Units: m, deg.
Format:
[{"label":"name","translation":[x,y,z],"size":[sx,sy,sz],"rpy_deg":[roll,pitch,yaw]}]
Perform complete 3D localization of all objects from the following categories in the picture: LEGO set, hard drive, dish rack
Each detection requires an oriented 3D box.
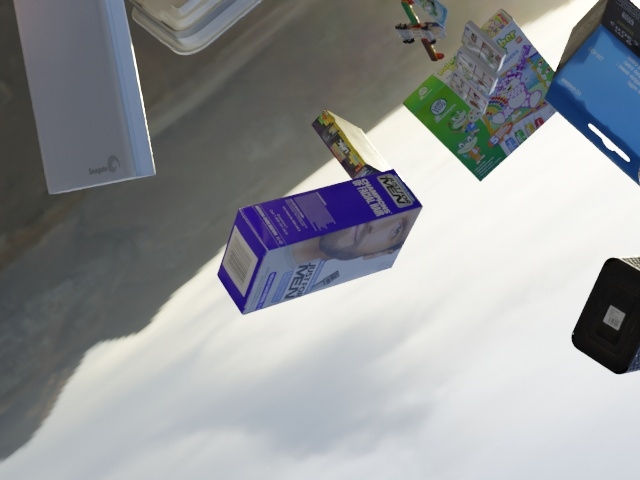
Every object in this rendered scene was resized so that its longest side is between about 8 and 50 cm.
[{"label":"LEGO set","translation":[0.192,-0.326,1.709],"size":[0.060,0.244,0.182],"rpy_deg":[-41,164,-16]},{"label":"hard drive","translation":[-0.351,-0.254,1.595],"size":[0.233,0.353,0.047],"rpy_deg":[-6,-174,45]},{"label":"dish rack","translation":[-0.181,-0.486,1.941],"size":[0.333,0.072,0.285],"rpy_deg":[-42,-137,-6]}]

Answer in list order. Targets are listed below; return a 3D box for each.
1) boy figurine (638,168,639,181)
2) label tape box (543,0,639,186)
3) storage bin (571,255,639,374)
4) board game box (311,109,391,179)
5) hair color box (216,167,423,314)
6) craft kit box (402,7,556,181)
[{"label":"boy figurine","translation":[0.435,-0.005,1.089],"size":[0.092,0.285,0.177],"rpy_deg":[-16,149,-41]},{"label":"label tape box","translation":[0.473,-0.222,1.631],"size":[0.106,0.240,0.334],"rpy_deg":[-47,-175,32]},{"label":"storage bin","translation":[0.527,0.127,1.895],"size":[0.084,0.122,0.180],"rpy_deg":[0,117,-47]},{"label":"board game box","translation":[0.073,-0.179,2.269],"size":[0.048,0.170,0.141],"rpy_deg":[-46,145,18]},{"label":"hair color box","translation":[0.000,0.000,1.963],"size":[0.338,0.110,0.185],"rpy_deg":[-18,148,-33]},{"label":"craft kit box","translation":[0.319,-0.267,2.074],"size":[0.250,0.246,0.061],"rpy_deg":[-44,-142,10]}]
